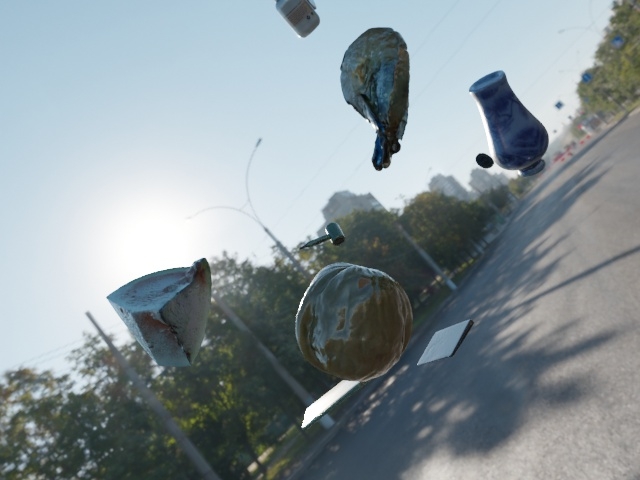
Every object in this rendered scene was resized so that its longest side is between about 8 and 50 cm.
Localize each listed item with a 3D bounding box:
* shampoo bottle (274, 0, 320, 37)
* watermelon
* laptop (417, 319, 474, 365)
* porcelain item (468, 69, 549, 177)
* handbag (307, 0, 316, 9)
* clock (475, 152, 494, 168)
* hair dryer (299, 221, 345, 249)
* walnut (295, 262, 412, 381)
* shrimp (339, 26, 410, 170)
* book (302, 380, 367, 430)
[{"bbox_3d":[-0.084,-0.593,1.399,0.074,0.192,0.074,-39,21,18],"label":"shampoo bottle"},{"bbox_3d":[-0.447,0.171,1.549,0.213,0.290,0.319,99,-172,-80],"label":"watermelon"},{"bbox_3d":[0.360,0.301,1.643,0.135,0.016,0.197,-51,3,-27],"label":"laptop"},{"bbox_3d":[0.446,-0.268,1.336,0.141,0.259,0.141,-32,19,12],"label":"porcelain item"},{"bbox_3d":[-0.096,-1.004,2.269,0.072,0.193,0.151,-24,8,18],"label":"handbag"},{"bbox_3d":[0.631,-0.306,2.182,0.083,0.074,0.010,-45,-12,-35],"label":"clock"},{"bbox_3d":[0.000,0.000,1.822,0.150,0.071,0.047,-23,-42,-4],"label":"hair dryer"},{"bbox_3d":[0.077,0.189,1.317,0.285,0.285,0.296,-41,17,-8],"label":"walnut"},{"bbox_3d":[0.164,-0.427,1.678,0.221,0.445,0.110,-8,-13,24],"label":"shrimp"},{"bbox_3d":[0.067,0.434,1.646,0.283,0.025,0.215,-38,-4,2],"label":"book"}]
